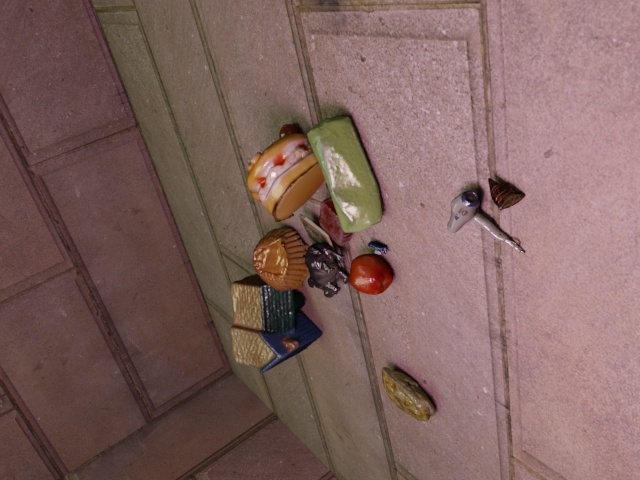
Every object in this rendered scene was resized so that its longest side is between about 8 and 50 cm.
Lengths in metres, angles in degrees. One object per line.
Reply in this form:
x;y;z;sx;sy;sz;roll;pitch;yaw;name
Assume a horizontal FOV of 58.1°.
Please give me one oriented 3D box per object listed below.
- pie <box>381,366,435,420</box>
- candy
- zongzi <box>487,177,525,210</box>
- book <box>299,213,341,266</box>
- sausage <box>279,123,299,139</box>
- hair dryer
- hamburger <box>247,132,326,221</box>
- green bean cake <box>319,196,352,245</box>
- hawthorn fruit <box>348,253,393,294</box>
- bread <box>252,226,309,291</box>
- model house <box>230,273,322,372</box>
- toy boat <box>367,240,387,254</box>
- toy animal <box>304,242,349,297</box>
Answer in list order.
0.310;0.550;2.061;0.248;0.090;0.201;33;154;45;pie
0.076;-0.193;1.684;0.132;0.142;0.344;-154;42;-74;candy
0.395;-0.107;1.275;0.073;0.067;0.083;59;173;-12;zongzi
0.000;0.000;2.099;0.168;0.013;0.192;38;162;38;book
-0.102;-0.327;1.938;0.076;0.076;0.141;38;147;39;sausage
0.386;-0.026;1.399;0.199;0.067;0.167;44;163;1;hair dryer
-0.113;-0.206;1.845;0.186;0.261;0.303;44;154;14;hamburger
0.056;-0.065;1.933;0.136;0.056;0.135;48;151;24;green bean cake
0.160;0.111;1.837;0.138;0.133;0.133;18;132;43;hawthorn fruit
-0.167;0.076;2.315;0.274;0.149;0.274;2;92;44;bread
-0.186;0.344;2.551;0.342;0.334;0.382;2;104;39;model house
0.183;0.026;1.815;0.083;0.038;0.038;29;140;47;toy boat
0.018;0.129;2.114;0.168;0.106;0.343;37;159;15;toy animal
